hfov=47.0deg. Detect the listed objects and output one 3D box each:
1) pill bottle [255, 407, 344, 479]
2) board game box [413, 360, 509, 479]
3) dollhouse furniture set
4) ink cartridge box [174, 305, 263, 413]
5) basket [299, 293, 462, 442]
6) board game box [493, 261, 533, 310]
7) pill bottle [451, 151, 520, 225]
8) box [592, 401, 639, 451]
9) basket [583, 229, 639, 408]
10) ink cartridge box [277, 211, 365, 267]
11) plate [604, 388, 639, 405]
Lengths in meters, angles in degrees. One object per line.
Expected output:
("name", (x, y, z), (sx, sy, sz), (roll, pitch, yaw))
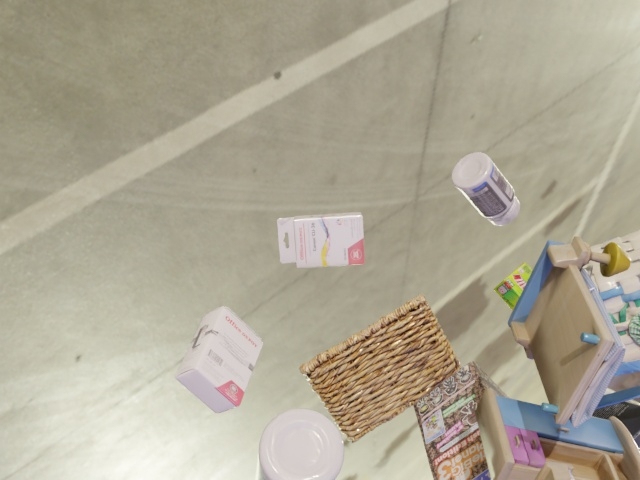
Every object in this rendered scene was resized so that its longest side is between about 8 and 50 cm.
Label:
("pill bottle", (-0.043, 0.411, 1.322), (0.146, 0.146, 0.264), (-32, 157, -25))
("board game box", (0.301, 0.386, 1.232), (0.141, 0.232, 0.291), (-41, -162, 13))
("dollhouse furniture set", (0.345, 0.193, 0.871), (0.286, 0.198, 0.304), (-89, -167, -60))
("ink cartridge box", (-0.251, 0.299, 1.859), (0.092, 0.158, 0.218), (-27, -153, 34))
("basket", (0.112, 0.233, 1.574), (0.299, 0.213, 0.223), (-32, 112, 0))
("board game box", (0.462, 0.142, 1.560), (0.092, 0.181, 0.043), (-31, 165, -40))
("pill bottle", (0.300, -0.089, 1.321), (0.078, 0.078, 0.137), (-47, 129, 2))
("box", (0.569, 0.395, 1.419), (0.108, 0.153, 0.207), (-34, -167, -19))
("basket", (0.479, 0.148, 1.185), (0.254, 0.201, 0.289), (-21, 120, 19))
("ink cartridge box", (0.000, 0.000, 1.695), (0.067, 0.198, 0.116), (-88, 174, -81))
("plate", (0.761, 0.461, 1.926), (0.045, 0.278, 0.277), (-46, 131, -19))
